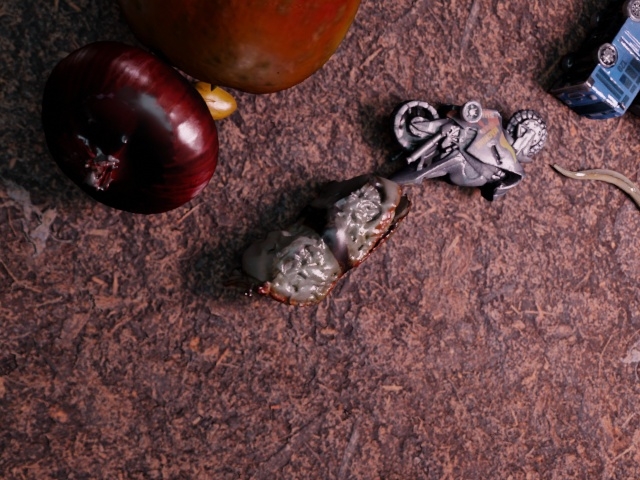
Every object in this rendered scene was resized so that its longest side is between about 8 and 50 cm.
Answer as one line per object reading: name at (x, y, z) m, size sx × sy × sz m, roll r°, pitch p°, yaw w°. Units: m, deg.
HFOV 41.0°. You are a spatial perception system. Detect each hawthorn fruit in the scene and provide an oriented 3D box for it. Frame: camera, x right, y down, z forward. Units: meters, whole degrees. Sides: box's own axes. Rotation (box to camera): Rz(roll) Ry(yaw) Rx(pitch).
hawthorn fruit at (-0.121, -0.394, 1.238) m, size 0.403 × 0.403 × 0.403 m, roll -1°, pitch 92°, yaw -18°

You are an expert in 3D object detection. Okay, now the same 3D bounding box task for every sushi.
sushi at (0.000, 0.000, 1.406) m, size 0.332 × 0.124 × 0.130 m, roll -42°, pitch 114°, yaw -14°

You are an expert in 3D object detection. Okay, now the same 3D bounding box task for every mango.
mango at (-0.177, -0.225, 1.378) m, size 0.089 × 0.046 × 0.060 m, roll 7°, pitch 89°, yaw -23°

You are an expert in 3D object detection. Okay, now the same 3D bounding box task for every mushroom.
mushroom at (0.575, -0.084, 1.640) m, size 0.306 × 0.043 × 0.068 m, roll 34°, pitch 57°, yaw -15°

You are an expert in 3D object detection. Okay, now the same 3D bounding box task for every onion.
onion at (-0.287, -0.140, 1.222) m, size 0.273 × 0.273 × 0.285 m, roll 42°, pitch 40°, yaw -15°

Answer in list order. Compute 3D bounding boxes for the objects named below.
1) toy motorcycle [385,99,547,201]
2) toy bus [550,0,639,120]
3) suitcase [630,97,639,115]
toy motorcycle at (0.257, -0.156, 1.495) m, size 0.307 × 0.108 × 0.173 m, roll 2°, pitch 97°, yaw -16°
toy bus at (0.544, -0.336, 1.576) m, size 0.133 × 0.116 × 0.234 m, roll 39°, pitch 79°, yaw -19°
suitcase at (0.771, -0.263, 1.530) m, size 0.335 × 0.152 × 0.229 m, roll 32°, pitch 71°, yaw 13°
